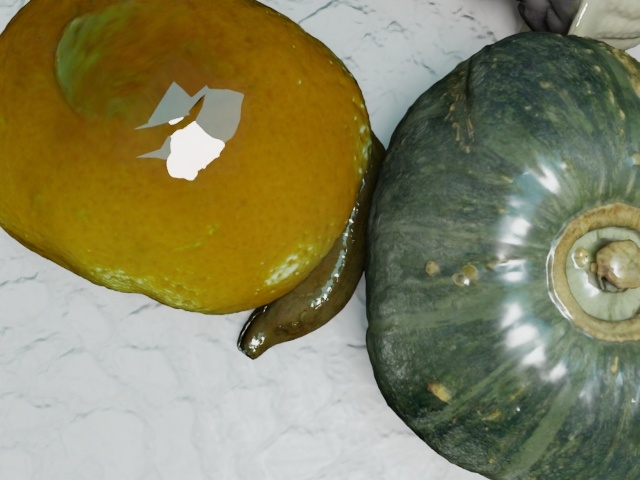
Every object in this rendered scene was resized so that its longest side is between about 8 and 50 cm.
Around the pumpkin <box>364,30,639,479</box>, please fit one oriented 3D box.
[{"bbox_3d":[0.174,0.015,0.569,0.291,0.257,0.328,15,81,-12],"label":"pumpkin"}]

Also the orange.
[{"bbox_3d":[-0.129,-0.085,0.613,0.334,0.196,0.263,23,91,2],"label":"orange"}]

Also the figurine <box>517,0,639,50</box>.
[{"bbox_3d":[0.175,-0.292,0.636,0.204,0.185,0.332,-34,111,22],"label":"figurine"}]

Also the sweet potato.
[{"bbox_3d":[0.005,0.003,0.668,0.081,0.062,0.233,19,82,21],"label":"sweet potato"}]
